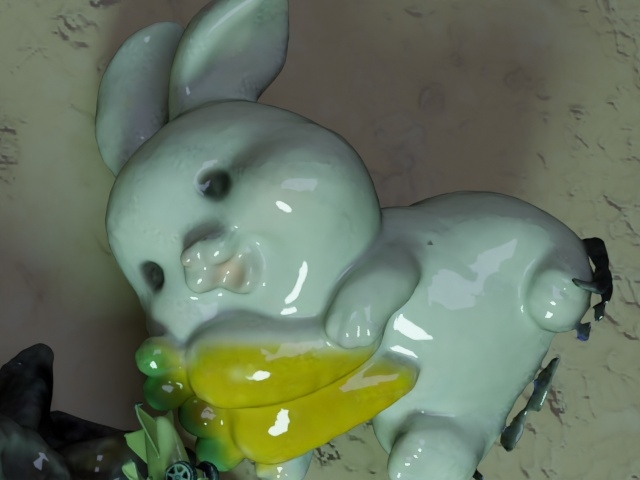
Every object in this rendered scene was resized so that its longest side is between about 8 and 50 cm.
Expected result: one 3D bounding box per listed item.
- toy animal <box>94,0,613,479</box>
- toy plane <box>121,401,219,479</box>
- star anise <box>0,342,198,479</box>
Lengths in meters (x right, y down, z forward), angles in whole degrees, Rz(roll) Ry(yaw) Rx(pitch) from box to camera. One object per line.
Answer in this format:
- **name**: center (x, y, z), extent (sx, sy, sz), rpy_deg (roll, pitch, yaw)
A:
- **toy animal**: center (0.000, 0.002, 1.007), extent (0.310, 0.183, 0.247), rpy_deg (26, 45, -11)
- **toy plane**: center (-0.074, 0.139, 0.899), extent (0.040, 0.102, 0.111), rpy_deg (-24, 76, 16)
- **star anise**: center (-0.176, 0.164, 0.900), extent (0.359, 0.139, 0.316), rpy_deg (49, 38, -5)
